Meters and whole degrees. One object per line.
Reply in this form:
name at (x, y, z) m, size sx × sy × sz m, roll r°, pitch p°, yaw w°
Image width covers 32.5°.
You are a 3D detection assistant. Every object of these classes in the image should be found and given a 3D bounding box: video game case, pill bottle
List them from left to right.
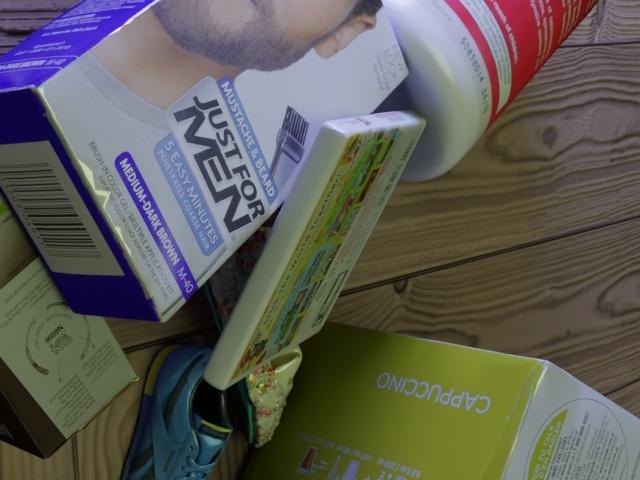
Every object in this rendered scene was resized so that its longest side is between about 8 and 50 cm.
video game case at (0.000, 0.000, 0.902) m, size 0.227 × 0.026 × 0.206 m, roll -63°, pitch 165°, yaw 18°
pill bottle at (0.151, -0.264, 1.098) m, size 0.408 × 0.229 × 0.229 m, roll -47°, pitch 126°, yaw -28°

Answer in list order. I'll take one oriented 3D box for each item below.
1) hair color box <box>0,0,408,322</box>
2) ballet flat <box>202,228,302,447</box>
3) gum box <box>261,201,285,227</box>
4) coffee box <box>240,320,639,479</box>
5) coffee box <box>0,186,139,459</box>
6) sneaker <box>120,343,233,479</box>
hair color box at (-0.083, -0.116, 0.814) m, size 0.339 × 0.110 × 0.185 m, roll -49°, pitch 127°, yaw -38°
ballet flat at (-0.058, 0.092, 1.028) m, size 0.077 × 0.091 × 0.241 m, roll -17°, pitch 122°, yaw -9°
gum box at (-0.090, -0.100, 0.974) m, size 0.062 × 0.107 × 0.188 m, roll -52°, pitch 128°, yaw -27°
coffee box at (0.134, 0.302, 1.069) m, size 0.334 × 0.337 × 0.338 m, roll 32°, pitch 74°, yaw -34°
coffee box at (-0.258, 0.028, 0.809) m, size 0.098 × 0.141 × 0.246 m, roll -43°, pitch 123°, yaw -32°
sneaker at (-0.127, 0.200, 1.004) m, size 0.069 × 0.082 × 0.209 m, roll 11°, pitch 90°, yaw -46°
